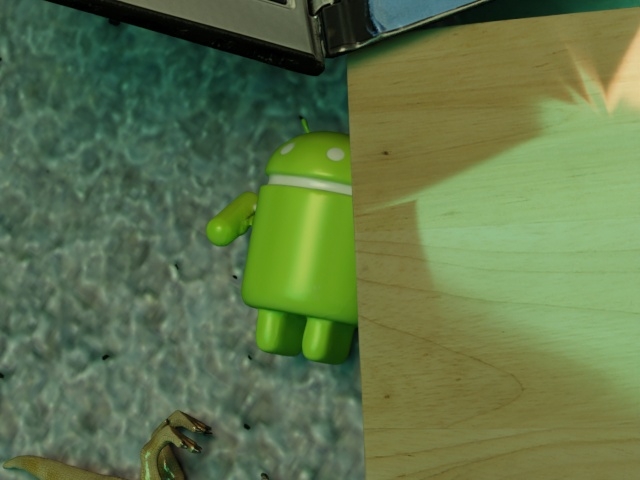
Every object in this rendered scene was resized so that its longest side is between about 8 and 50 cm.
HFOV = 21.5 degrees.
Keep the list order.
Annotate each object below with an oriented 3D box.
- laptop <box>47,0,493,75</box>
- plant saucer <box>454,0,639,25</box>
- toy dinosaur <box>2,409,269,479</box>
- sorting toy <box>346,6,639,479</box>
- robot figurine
[{"bbox_3d":[-0.013,-0.296,0.716,0.236,0.408,0.382,-43,45,43],"label":"laptop"},{"bbox_3d":[0.148,-0.152,0.778,0.195,0.037,0.195,3,97,21],"label":"plant saucer"},{"bbox_3d":[-0.086,0.132,0.831,0.183,0.053,0.092,33,96,21],"label":"toy dinosaur"},{"bbox_3d":[0.151,0.032,0.721,0.257,0.089,0.255,-3,89,22],"label":"sorting toy"},{"bbox_3d":[0.000,0.000,0.808,0.101,0.067,0.115,9,86,24],"label":"robot figurine"}]
